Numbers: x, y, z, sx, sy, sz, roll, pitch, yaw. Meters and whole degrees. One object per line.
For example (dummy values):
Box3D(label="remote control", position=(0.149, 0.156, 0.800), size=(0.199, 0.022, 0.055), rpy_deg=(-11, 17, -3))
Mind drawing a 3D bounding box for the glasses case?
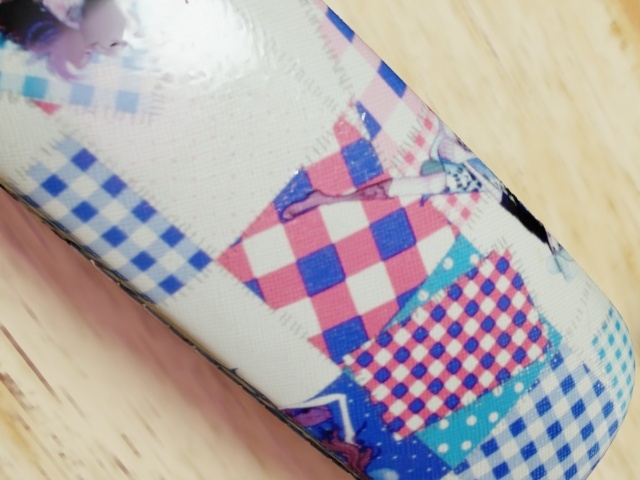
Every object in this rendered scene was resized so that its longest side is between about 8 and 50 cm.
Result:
Box3D(label="glasses case", position=(0.000, 0.000, 0.606), size=(0.327, 0.076, 0.125), rpy_deg=(43, 84, -27))
